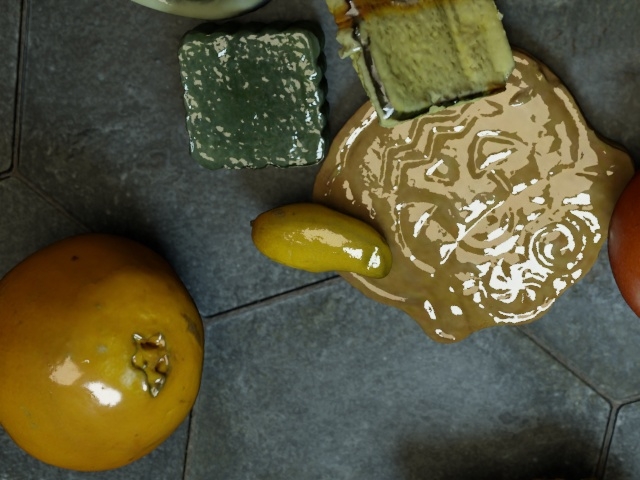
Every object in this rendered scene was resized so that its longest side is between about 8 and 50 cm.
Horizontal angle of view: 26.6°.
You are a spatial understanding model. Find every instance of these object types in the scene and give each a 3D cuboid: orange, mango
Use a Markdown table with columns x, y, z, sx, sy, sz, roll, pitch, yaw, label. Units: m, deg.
| x | y | z | sx | sy | sz | roll | pitch | yaw | label |
| --- | --- | --- | --- | --- | --- | --- | --- | --- | --- |
| -0.300 | 0.145 | 1.769 | 0.312 | 0.312 | 0.312 | 3 | 109 | 8 | orange |
| 0.000 | 0.000 | 1.735 | 0.190 | 0.075 | 0.098 | 13 | 131 | 10 | mango |

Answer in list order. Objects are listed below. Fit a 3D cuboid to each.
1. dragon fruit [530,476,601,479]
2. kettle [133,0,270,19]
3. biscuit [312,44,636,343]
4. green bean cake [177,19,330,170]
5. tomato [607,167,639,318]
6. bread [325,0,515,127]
| x | y | z | sx | sy | sz | roll | pitch | yaw | label |
| --- | --- | --- | --- | --- | --- | --- | --- | --- | --- |
| 0.297 | 0.429 | 1.802 | 0.263 | 0.314 | 0.296 | -45 | 73 | 4 | dragon fruit |
| -0.179 | -0.401 | 1.627 | 0.324 | 0.228 | 0.321 | 15 | 142 | 9 | kettle |
| 0.188 | -0.053 | 1.744 | 0.365 | 0.062 | 0.385 | 42 | 110 | -7 | biscuit |
| -0.081 | -0.186 | 1.726 | 0.183 | 0.094 | 0.185 | -2 | 109 | 9 | green bean cake |
| 0.469 | 0.005 | 1.618 | 0.256 | 0.256 | 0.224 | 25 | 128 | 0 | tomato |
| 0.100 | -0.272 | 1.566 | 0.198 | 0.236 | 0.263 | -21 | 91 | 16 | bread |
